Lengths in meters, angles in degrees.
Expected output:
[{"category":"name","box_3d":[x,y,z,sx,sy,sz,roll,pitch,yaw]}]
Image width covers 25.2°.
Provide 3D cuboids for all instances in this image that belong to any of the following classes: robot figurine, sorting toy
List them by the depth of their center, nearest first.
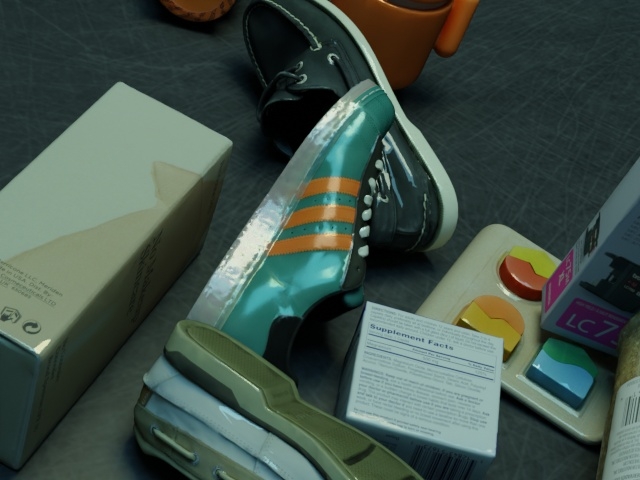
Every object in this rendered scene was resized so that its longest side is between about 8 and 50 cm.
[{"category":"sorting toy","box_3d":[0.208,0.077,1.333,0.208,0.038,0.193,30,43,13]},{"category":"robot figurine","box_3d":[0.071,-0.246,1.488,0.158,0.219,0.128,33,41,11]}]

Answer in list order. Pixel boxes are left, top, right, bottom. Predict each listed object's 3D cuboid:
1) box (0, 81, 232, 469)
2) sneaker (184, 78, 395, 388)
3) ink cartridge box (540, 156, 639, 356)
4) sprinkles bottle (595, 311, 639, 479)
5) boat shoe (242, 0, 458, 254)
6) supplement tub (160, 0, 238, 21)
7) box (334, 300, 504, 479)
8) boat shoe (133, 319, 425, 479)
[{"category":"box","box_3d":[-0.203,0.018,1.167,0.121,0.148,0.311,27,44,8]},{"category":"sneaker","box_3d":[0.000,0.000,1.251,0.121,0.108,0.302,33,71,1]},{"category":"ink cartridge box","box_3d":[0.337,-0.001,1.217,0.185,0.311,0.065,21,43,-8]},{"category":"sprinkles bottle","box_3d":[0.277,0.209,1.139,0.121,0.121,0.355,20,45,2]},{"category":"boat shoe","box_3d":[-0.003,-0.120,1.400,0.113,0.127,0.340,-14,63,-37]},{"category":"supplement tub","box_3d":[-0.123,-0.332,1.589,0.117,0.117,0.190,15,42,-4]},{"category":"box","box_3d":[0.081,0.135,1.199,0.126,0.072,0.137,16,42,-2]},{"category":"boat shoe","box_3d":[-0.016,0.186,1.085,0.302,0.103,0.113,37,12,25]}]
